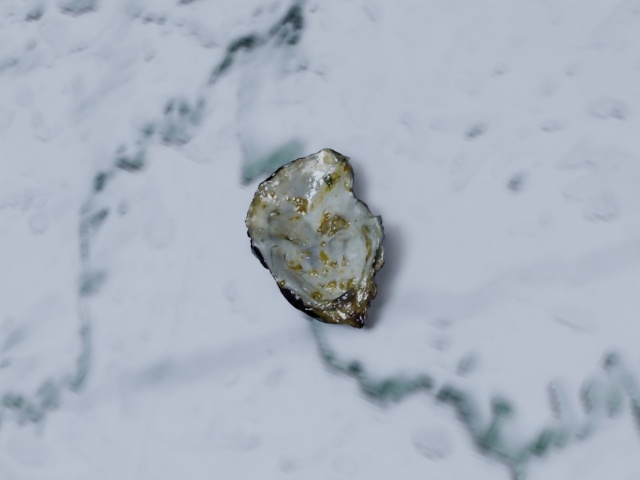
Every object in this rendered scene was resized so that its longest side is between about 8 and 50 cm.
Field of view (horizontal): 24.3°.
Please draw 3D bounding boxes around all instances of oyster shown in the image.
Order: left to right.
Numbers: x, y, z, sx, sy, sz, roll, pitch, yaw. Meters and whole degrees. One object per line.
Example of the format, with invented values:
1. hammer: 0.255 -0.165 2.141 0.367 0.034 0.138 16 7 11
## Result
1. oyster: 0.002 0.002 0.602 0.054 0.019 0.083 -33 52 9
